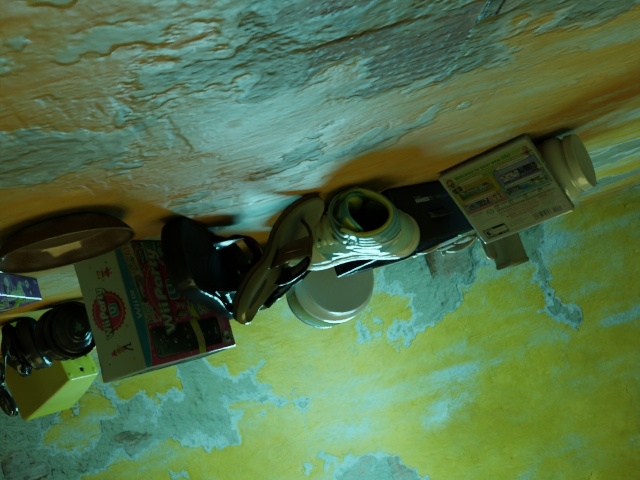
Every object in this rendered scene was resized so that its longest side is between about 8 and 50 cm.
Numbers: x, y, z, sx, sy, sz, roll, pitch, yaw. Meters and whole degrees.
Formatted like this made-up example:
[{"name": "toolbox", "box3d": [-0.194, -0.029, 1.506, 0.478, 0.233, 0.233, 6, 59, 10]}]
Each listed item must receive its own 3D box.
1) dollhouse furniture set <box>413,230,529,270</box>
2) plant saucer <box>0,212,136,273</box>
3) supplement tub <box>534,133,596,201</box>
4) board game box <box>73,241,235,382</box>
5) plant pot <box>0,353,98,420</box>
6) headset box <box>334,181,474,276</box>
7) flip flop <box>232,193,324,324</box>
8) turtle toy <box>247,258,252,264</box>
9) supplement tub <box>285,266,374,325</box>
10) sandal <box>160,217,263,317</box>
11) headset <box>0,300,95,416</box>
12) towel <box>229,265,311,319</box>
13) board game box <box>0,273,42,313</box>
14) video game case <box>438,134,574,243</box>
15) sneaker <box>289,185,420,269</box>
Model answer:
[{"name": "dollhouse furniture set", "box3d": [0.357, 0.043, 1.988, 0.356, 0.173, 0.303, -27, 167, 37]}, {"name": "plant saucer", "box3d": [-0.365, 0.000, 1.032, 0.199, 0.036, 0.198, -17, 172, -2]}, {"name": "supplement tub", "box3d": [0.473, -0.135, 1.568, 0.200, 0.144, 0.144, -23, 171, 33]}, {"name": "board game box", "box3d": [-0.293, 0.120, 1.334, 0.098, 0.223, 0.303, -20, 173, 22]}, {"name": "plant pot", "box3d": [-0.824, 0.404, 2.256, 0.187, 0.212, 0.212, -33, 168, 16]}, {"name": "headset box", "box3d": [0.190, -0.033, 1.692, 0.246, 0.131, 0.283, -12, 170, -39]}, {"name": "flip flop", "box3d": [-0.063, 0.039, 1.324, 0.277, 0.080, 0.112, -58, 156, -21]}, {"name": "turtle toy", "box3d": [-0.212, 0.079, 1.769, 0.130, 0.095, 0.066, -14, -169, -33]}, {"name": "supplement tub", "box3d": [0.026, 0.130, 2.100, 0.228, 0.228, 0.316, -16, 172, -12]}, {"name": "sandal", "box3d": [-0.168, 0.055, 1.358, 0.107, 0.167, 0.446, -15, 172, 6]}, {"name": "headset", "box3d": [-0.622, 0.253, 1.669, 0.244, 0.185, 0.394, -21, -177, 17]}, {"name": "towel", "box3d": [-0.144, 0.103, 1.853, 0.324, 0.056, 0.312, -20, -167, 46]}, {"name": "board game box", "box3d": [-0.607, 0.097, 1.133, 0.208, 0.056, 0.347, -14, 172, 0]}, {"name": "video game case", "box3d": [0.385, -0.101, 1.515, 0.212, 0.193, 0.023, -24, -156, 39]}, {"name": "sneaker", "box3d": [0.023, -0.030, 1.462, 0.319, 0.127, 0.208, -9, 159, 19]}]
